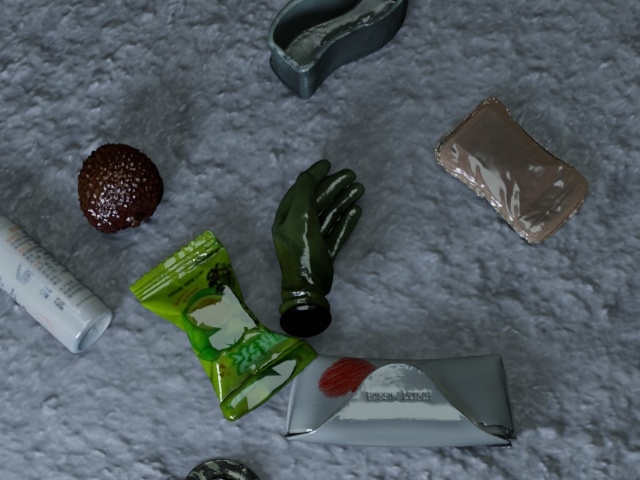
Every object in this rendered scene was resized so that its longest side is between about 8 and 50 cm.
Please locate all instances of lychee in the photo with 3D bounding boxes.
[{"bbox_3d":[-0.278,-0.073,1.895,0.123,0.123,0.129,-28,46,-9],"label":"lychee"}]

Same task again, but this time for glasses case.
[{"bbox_3d":[0.107,0.209,1.819,0.308,0.083,0.128,0,73,0],"label":"glasses case"}]

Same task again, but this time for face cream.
[{"bbox_3d":[-0.404,0.040,1.875,0.269,0.082,0.082,40,76,12],"label":"face cream"}]

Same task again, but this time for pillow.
[{"bbox_3d":[0.271,-0.099,1.945,0.135,0.034,0.211,-42,78,-16],"label":"pillow"}]

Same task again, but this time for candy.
[{"bbox_3d":[-0.132,0.112,1.858,0.149,0.069,0.246,-38,79,-7],"label":"candy"}]

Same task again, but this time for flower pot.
[{"bbox_3d":[0.028,-0.311,1.973,0.229,0.108,0.103,-36,76,-12],"label":"flower pot"}]

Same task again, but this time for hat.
[{"bbox_3d":[-0.125,0.338,1.794,0.121,0.050,0.121,1,73,-3],"label":"hat"}]

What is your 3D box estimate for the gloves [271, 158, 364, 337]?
[{"bbox_3d":[-0.014,0.004,1.868,0.107,0.135,0.268,0,55,22],"label":"gloves"}]
